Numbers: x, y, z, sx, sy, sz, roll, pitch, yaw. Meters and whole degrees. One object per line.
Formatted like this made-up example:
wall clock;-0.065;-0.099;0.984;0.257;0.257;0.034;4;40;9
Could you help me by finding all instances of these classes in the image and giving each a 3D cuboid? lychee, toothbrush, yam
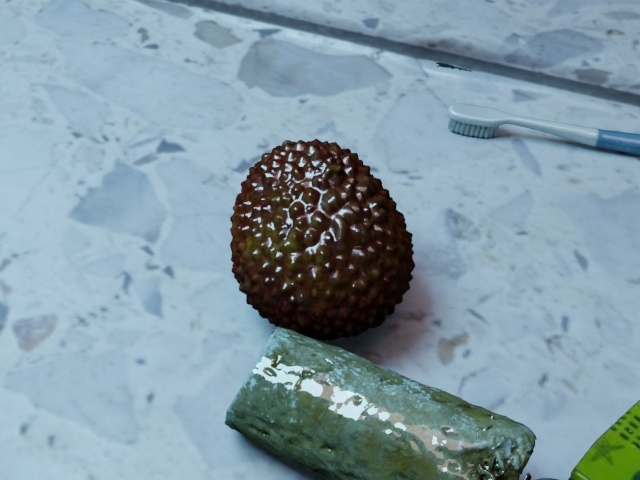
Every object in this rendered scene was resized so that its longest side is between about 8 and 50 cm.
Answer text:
lychee;-0.003;0.000;0.657;0.123;0.129;0.123;-26;21;10
toothbrush;0.235;-0.075;0.799;0.276;0.025;0.019;9;54;4
yam;0.030;0.108;0.590;0.179;0.078;0.078;23;52;17

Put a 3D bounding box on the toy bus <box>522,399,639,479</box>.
toy bus;0.106;0.217;0.474;0.139;0.113;0.302;35;56;22
